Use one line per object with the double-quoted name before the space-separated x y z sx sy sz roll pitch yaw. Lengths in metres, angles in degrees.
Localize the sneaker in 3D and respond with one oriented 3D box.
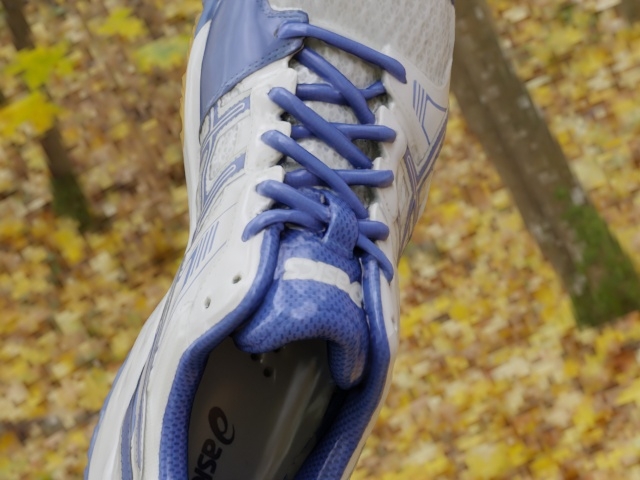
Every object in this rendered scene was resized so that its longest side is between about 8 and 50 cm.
"sneaker" 0.000 0.000 0.621 0.112 0.296 0.131 13 -1 -17
